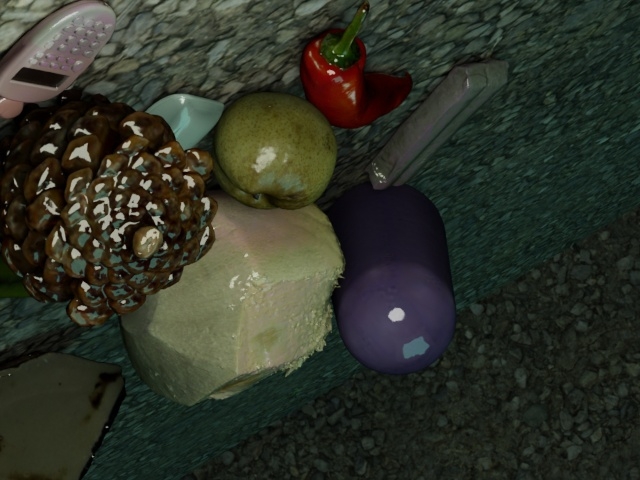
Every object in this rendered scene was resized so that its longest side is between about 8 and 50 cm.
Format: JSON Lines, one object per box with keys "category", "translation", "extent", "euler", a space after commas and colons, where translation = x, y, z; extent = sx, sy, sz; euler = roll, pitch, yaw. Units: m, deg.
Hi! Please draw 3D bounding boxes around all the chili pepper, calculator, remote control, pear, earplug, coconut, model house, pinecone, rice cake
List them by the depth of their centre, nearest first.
{"category": "calculator", "translation": [-0.268, -0.179, 1.310], "extent": [0.166, 0.024, 0.103], "euler": [-40, 163, 20]}
{"category": "pinecone", "translation": [-0.231, -0.039, 1.363], "extent": [0.224, 0.272, 0.224], "euler": [-17, 118, -34]}
{"category": "remote control", "translation": [-0.241, -0.079, 1.610], "extent": [0.293, 0.051, 0.103], "euler": [-37, 164, 21]}
{"category": "pear", "translation": [-0.060, -0.108, 1.656], "extent": [0.167, 0.137, 0.167], "euler": [11, 165, 3]}
{"category": "chili pepper", "translation": [0.038, -0.210, 1.699], "extent": [0.137, 0.092, 0.368], "euler": [-52, 169, 3]}
{"category": "coconut", "translation": [-0.140, 0.074, 1.835], "extent": [0.309, 0.297, 0.297], "euler": [-18, 160, -47]}
{"category": "earplug", "translation": [0.106, 0.067, 2.031], "extent": [0.215, 0.215, 0.456], "euler": [-34, -165, 10]}
{"category": "model house", "translation": [-0.511, 0.308, 2.067], "extent": [0.282, 0.297, 0.317], "euler": [-33, -150, 54]}
{"category": "rice cake", "translation": [0.176, -0.178, 2.072], "extent": [0.106, 0.050, 0.298], "euler": [-16, 159, -42]}

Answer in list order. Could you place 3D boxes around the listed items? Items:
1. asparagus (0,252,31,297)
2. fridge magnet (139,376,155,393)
{"category": "asparagus", "translation": [-0.382, 0.046, 1.715], "extent": [0.067, 0.060, 0.277], "euler": [-55, 158, 11]}
{"category": "fridge magnet", "translation": [-0.262, 0.243, 2.451], "extent": [0.143, 0.063, 0.143], "euler": [-10, -174, 1]}
